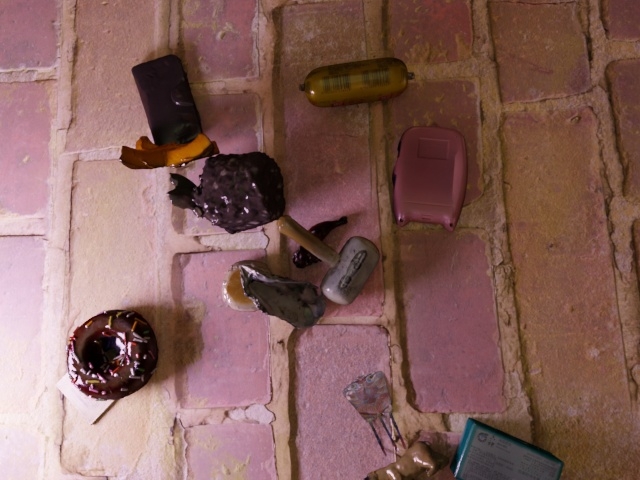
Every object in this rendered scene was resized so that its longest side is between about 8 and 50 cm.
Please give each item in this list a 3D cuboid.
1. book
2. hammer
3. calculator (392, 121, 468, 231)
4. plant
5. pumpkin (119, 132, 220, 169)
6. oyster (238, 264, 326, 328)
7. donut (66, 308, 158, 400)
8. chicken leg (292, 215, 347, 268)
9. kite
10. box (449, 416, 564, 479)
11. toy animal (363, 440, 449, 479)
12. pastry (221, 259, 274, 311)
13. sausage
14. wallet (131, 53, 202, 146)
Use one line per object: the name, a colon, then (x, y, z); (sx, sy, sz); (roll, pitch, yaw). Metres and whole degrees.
book: (-0.661, 0.414, 1.500); (0.168, 0.013, 0.192); (43, 87, 10)
hammer: (0.005, 0.032, 1.424); (0.305, 0.113, 0.202); (34, 83, -9)
calculator: (0.323, -0.196, 1.497); (0.220, 0.048, 0.329); (5, 79, 7)
plant: (-0.270, -0.129, 1.452); (0.312, 0.215, 0.213); (-12, 76, 13)
pumpkin: (-0.422, -0.255, 1.451); (0.258, 0.290, 0.095); (-7, 105, -6)
oyster: (-0.100, 0.163, 1.406); (0.252, 0.087, 0.199); (0, 120, -15)
donut: (-0.597, 0.323, 1.453); (0.270, 0.103, 0.269); (0, 75, -1)
chicken leg: (-0.006, -0.003, 1.494); (0.093, 0.053, 0.205); (34, 92, -14)
kite: (0.156, 0.487, 1.421); (0.127, 0.016, 0.229); (-24, 77, 4)
box: (0.484, 0.590, 1.335); (0.245, 0.092, 0.153); (23, 84, 9)
toy animal: (0.229, 0.616, 1.362); (0.219, 0.103, 0.101); (-38, 62, 0)
pastry: (-0.208, 0.131, 1.470); (0.166, 0.088, 0.165); (0, 80, 0)
sausage: (0.108, -0.471, 1.519); (0.347, 0.123, 0.123); (-6, 81, 4)
wallet: (-0.483, -0.436, 1.607); (0.165, 0.042, 0.309); (-19, 80, 3)
